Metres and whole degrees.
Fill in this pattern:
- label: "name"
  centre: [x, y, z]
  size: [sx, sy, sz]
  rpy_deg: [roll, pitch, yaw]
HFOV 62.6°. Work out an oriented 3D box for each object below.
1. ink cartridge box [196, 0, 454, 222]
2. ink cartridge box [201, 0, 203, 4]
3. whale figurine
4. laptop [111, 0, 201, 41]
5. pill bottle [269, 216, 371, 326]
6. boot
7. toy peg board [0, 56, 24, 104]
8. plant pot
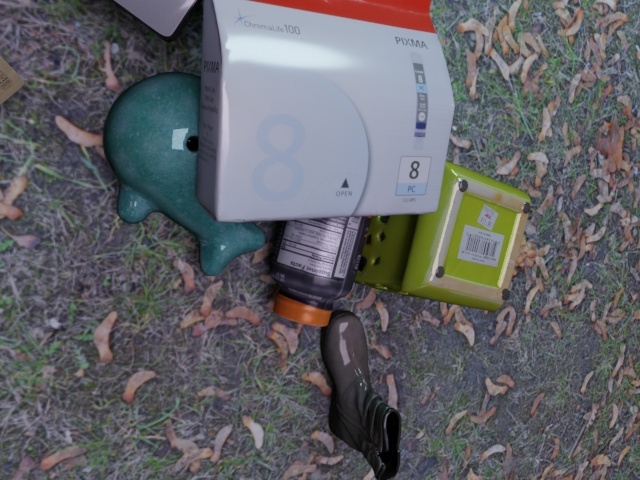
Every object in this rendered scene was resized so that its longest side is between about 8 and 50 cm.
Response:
- label: "ink cartridge box"
  centre: [0.025, -0.217, 0.602]
  size: [0.307, 0.091, 0.386]
  rpy_deg: [-4, 111, -29]
- label: "ink cartridge box"
  centre: [-0.175, -0.348, 0.647]
  size: [0.181, 0.104, 0.062]
  rpy_deg: [10, 96, -29]
- label: "whale figurine"
  centre: [-0.158, -0.080, 0.682]
  size: [0.216, 0.141, 0.272]
  rpy_deg: [-31, 112, -20]
- label: "laptop"
  centre: [-0.207, -0.464, 0.421]
  size: [0.407, 0.236, 0.382]
  rpy_deg: [35, 96, -10]
- label: "pill bottle"
  centre: [0.000, 0.000, 0.785]
  size: [0.130, 0.130, 0.246]
  rpy_deg: [14, 92, -29]
- label: "boot"
  centre: [0.078, 0.246, 0.849]
  size: [0.083, 0.161, 0.247]
  rpy_deg: [-10, 103, -26]
- label: "toy peg board"
  centre: [-0.447, -0.185, 0.561]
  size: [0.161, 0.079, 0.161]
  rpy_deg: [-47, 132, -13]
- label: "plant pot"
  centre: [0.184, -0.010, 0.838]
  size: [0.228, 0.207, 0.228]
  rpy_deg: [14, 91, -30]
